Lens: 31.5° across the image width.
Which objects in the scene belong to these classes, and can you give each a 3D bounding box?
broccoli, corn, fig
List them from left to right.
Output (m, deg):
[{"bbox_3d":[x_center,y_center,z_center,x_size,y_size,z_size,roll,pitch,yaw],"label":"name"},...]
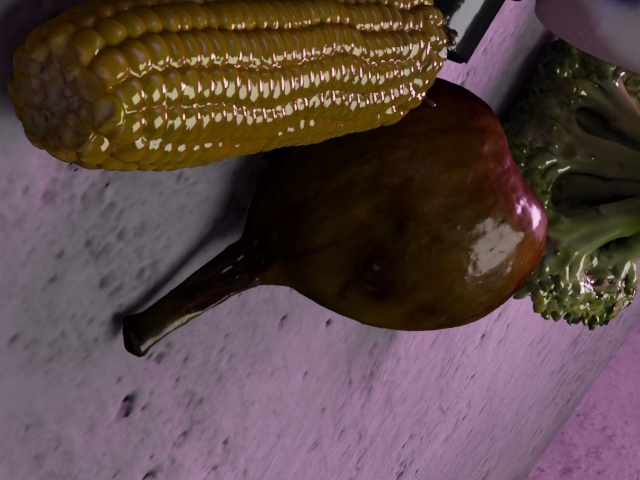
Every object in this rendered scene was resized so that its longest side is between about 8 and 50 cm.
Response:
[{"bbox_3d":[-0.034,-0.094,0.619,0.305,0.106,0.106,-23,140,-50],"label":"corn"},{"bbox_3d":[0.016,-0.011,0.768,0.290,0.190,0.190,-14,135,-37],"label":"fig"},{"bbox_3d":[0.330,-0.025,1.132,0.275,0.397,0.353,-19,148,-19],"label":"broccoli"}]

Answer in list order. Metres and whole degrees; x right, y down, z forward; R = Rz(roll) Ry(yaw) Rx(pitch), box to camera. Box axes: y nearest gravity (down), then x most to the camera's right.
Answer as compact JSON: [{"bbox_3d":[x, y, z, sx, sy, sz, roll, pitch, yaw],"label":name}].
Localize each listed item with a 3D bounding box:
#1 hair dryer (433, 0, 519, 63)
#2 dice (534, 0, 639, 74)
[{"bbox_3d":[0.137,-0.221,0.848,0.197,0.089,0.251,-61,164,8],"label":"hair dryer"},{"bbox_3d":[0.328,-0.254,0.879,0.251,0.259,0.243,-60,168,-62],"label":"dice"}]
